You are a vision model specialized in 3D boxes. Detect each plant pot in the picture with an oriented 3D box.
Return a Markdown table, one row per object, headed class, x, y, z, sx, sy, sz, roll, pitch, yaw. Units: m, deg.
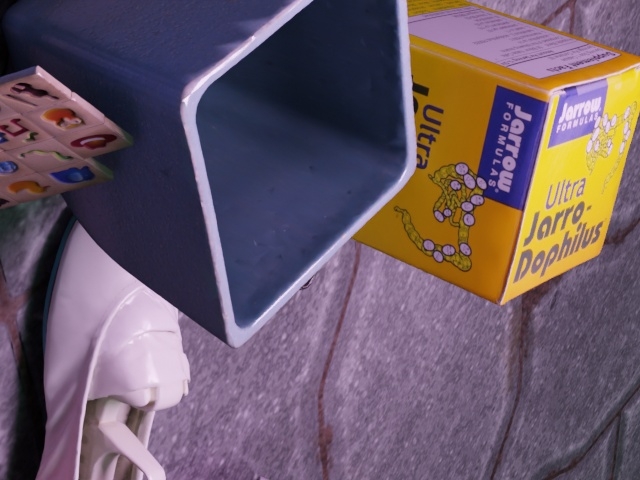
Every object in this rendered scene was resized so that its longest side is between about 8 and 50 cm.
| class | x | y | z | sx | sy | sz | roll | pitch | yaw |
| --- | --- | --- | --- | --- | --- | --- | --- | --- | --- |
| plant pot | -0.101 | -0.118 | 1.120 | 0.248 | 0.252 | 0.247 | -44 | 143 | -32 |

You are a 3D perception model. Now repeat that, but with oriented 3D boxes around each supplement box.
| class | x | y | z | sx | sy | sz | roll | pitch | yaw |
| --- | --- | --- | --- | --- | --- | --- | --- | --- | --- |
| supplement box | 0.083 | -0.113 | 1.312 | 0.194 | 0.356 | 0.195 | -21 | 128 | -50 |

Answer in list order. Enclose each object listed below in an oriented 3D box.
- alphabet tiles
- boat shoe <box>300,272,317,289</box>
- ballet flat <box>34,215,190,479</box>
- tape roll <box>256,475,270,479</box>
| class | x | y | z | sx | sy | sz | roll | pitch | yaw |
| --- | --- | --- | --- | --- | --- | --- | --- | --- | --- |
| alphabet tiles | -0.258 | -0.061 | 0.967 | 0.198 | 0.237 | 0.009 | 39 | 41 | -59 |
| boat shoe | 0.000 | 0.000 | 1.582 | 0.046 | 0.038 | 0.125 | 11 | 102 | -59 |
| ballet flat | -0.182 | 0.161 | 1.294 | 0.139 | 0.139 | 0.400 | -7 | 114 | -56 |
| tape roll | -0.080 | 0.407 | 1.563 | 0.286 | 0.100 | 0.286 | -156 | -90 | -89 |
